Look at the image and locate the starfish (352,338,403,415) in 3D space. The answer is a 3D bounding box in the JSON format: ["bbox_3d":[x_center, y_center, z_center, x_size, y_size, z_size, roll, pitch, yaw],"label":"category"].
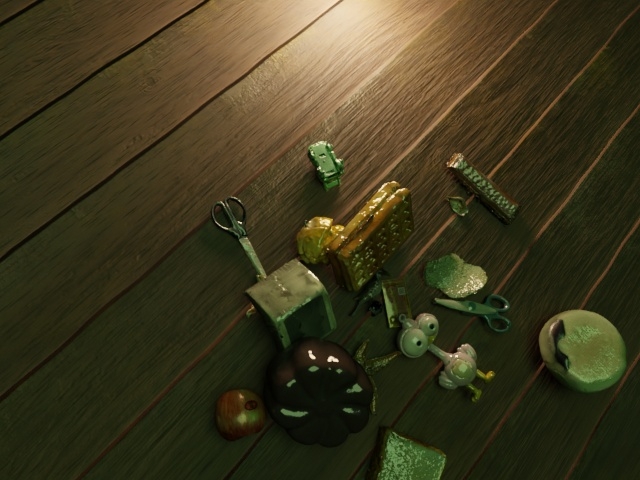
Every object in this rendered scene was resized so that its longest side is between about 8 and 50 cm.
[{"bbox_3d":[0.142,0.431,1.585,0.138,0.050,0.248,26,82,-6],"label":"starfish"}]

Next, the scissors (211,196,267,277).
[{"bbox_3d":[-0.234,0.004,1.596,0.109,0.022,0.300,-28,88,-23],"label":"scissors"}]

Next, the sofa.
[{"bbox_3d":[-0.084,0.211,1.530,0.210,0.225,0.176,-35,44,-20],"label":"sofa"}]

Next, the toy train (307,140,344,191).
[{"bbox_3d":[0.016,-0.250,1.708,0.099,0.081,0.149,-27,79,-20],"label":"toy train"}]

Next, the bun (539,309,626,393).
[{"bbox_3d":[0.873,0.381,1.751,0.283,0.179,0.283,0,62,1],"label":"bun"}]

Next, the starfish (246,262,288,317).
[{"bbox_3d":[-0.143,0.163,1.560,0.209,0.053,0.150,-37,96,-25],"label":"starfish"}]

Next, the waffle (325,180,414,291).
[{"bbox_3d":[0.162,-0.007,1.612,0.098,0.224,0.328,29,64,31],"label":"waffle"}]

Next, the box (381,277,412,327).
[{"bbox_3d":[0.247,0.203,1.685,0.089,0.022,0.156,-7,78,-19],"label":"box"}]

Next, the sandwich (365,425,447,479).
[{"bbox_3d":[0.243,0.709,1.522,0.226,0.087,0.251,27,71,-9],"label":"sandwich"}]

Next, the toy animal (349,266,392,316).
[{"bbox_3d":[0.167,0.158,1.651,0.105,0.070,0.203,12,70,19],"label":"toy animal"}]

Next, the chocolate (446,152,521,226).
[{"bbox_3d":[0.596,-0.190,1.864,0.329,0.065,0.102,41,68,-5],"label":"chocolate"}]

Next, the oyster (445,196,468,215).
[{"bbox_3d":[0.487,-0.128,1.835,0.051,0.034,0.093,-37,100,-5],"label":"oyster"}]

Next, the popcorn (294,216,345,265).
[{"bbox_3d":[0.000,0.000,1.602,0.167,0.148,0.152,-36,119,-5],"label":"popcorn"}]

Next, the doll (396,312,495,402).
[{"bbox_3d":[0.381,0.357,1.643,0.365,0.094,0.160,40,84,-7],"label":"doll"}]

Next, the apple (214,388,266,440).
[{"bbox_3d":[-0.223,0.475,1.416,0.146,0.146,0.131,-10,67,-18],"label":"apple"}]

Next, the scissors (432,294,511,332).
[{"bbox_3d":[0.513,0.230,1.744,0.289,0.041,0.138,12,62,-12],"label":"scissors"}]

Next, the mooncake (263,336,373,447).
[{"bbox_3d":[-0.005,0.424,1.431,0.305,0.154,0.306,-3,108,-10],"label":"mooncake"}]

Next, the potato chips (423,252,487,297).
[{"bbox_3d":[0.454,0.112,1.750,0.228,0.059,0.167,24,64,-4],"label":"potato chips"}]
